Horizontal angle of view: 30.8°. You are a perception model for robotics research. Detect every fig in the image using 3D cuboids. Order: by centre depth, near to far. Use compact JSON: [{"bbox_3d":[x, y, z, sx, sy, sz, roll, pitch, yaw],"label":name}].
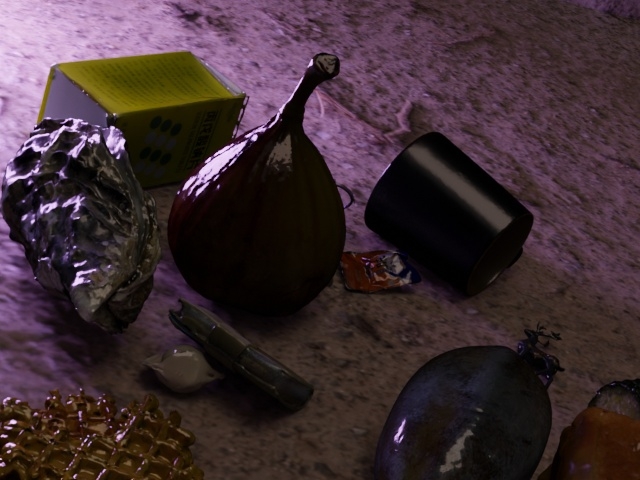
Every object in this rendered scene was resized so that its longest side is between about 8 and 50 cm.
[{"bbox_3d":[-0.044,-0.075,1.335,0.217,0.320,0.217,21,25,-10],"label":"fig"}]

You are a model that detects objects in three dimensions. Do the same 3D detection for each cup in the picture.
[{"bbox_3d":[0.201,-0.042,1.612,0.177,0.166,0.239,39,34,22],"label":"cup"}]

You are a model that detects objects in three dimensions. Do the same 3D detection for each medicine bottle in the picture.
[{"bbox_3d":[-0.237,-0.155,1.533,0.141,0.137,0.250,38,33,27],"label":"medicine bottle"}]

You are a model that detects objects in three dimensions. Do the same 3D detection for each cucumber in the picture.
[{"bbox_3d":[0.476,0.208,1.445,0.359,0.096,0.096,0,35,-39],"label":"cucumber"}]

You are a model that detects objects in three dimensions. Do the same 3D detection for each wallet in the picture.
[{"bbox_3d":[-0.086,0.121,1.228,0.155,0.039,0.110,33,-5,21],"label":"wallet"}]

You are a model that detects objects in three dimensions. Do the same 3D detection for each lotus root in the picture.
[{"bbox_3d":[0.135,0.209,1.158,0.158,0.140,0.322,28,32,12],"label":"lotus root"}]

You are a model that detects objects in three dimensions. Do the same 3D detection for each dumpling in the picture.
[{"bbox_3d":[-0.144,0.135,1.204,0.076,0.057,0.052,-22,85,-22],"label":"dumpling"}]

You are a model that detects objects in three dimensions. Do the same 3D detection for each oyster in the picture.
[{"bbox_3d":[-0.256,-0.015,1.247,0.158,0.162,0.351,-12,36,-15],"label":"oyster"}]

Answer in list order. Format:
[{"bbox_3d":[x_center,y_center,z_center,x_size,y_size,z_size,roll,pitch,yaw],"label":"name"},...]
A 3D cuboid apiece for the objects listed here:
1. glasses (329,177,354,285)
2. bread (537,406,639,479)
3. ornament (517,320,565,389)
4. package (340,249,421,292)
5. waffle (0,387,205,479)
[{"bbox_3d":[0.000,0.000,1.474,0.063,0.140,0.103,14,56,0],"label":"glasses"},{"bbox_3d":[0.279,0.302,1.088,0.195,0.148,0.344,16,27,14],"label":"bread"},{"bbox_3d":[0.282,0.145,1.484,0.073,0.028,0.125,32,32,19],"label":"ornament"},{"bbox_3d":[0.074,0.037,1.525,0.111,0.033,0.077,-6,60,-18],"label":"package"},{"bbox_3d":[-0.199,0.197,1.020,0.197,0.070,0.193,36,32,25],"label":"waffle"}]
